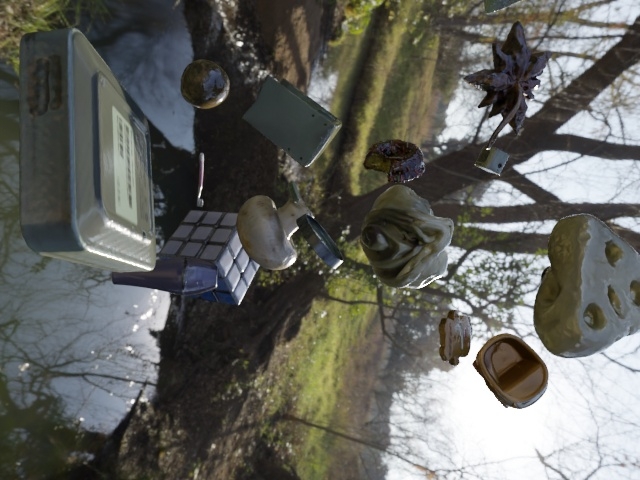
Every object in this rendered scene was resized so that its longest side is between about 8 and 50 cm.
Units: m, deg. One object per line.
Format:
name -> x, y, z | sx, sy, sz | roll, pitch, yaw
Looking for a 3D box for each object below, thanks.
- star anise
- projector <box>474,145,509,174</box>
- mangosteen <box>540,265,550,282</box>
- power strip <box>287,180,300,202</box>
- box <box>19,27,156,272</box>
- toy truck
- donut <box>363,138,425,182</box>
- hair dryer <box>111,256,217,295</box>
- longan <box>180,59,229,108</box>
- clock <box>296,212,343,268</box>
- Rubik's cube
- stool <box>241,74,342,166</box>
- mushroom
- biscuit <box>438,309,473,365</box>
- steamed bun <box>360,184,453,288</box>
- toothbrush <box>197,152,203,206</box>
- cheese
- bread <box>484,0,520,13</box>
star anise -> 0.597, -0.481, 1.352 | 0.349, 0.292, 0.109 | -45, -162, 2
projector -> 0.655, -0.308, 1.652 | 0.082, 0.083, 0.083 | -66, -158, 11
mangosteen -> 0.628, 0.105, 1.155 | 0.081, 0.081, 0.080 | 13, 90, -84
power strip -> -0.090, -0.166, 1.449 | 0.017, 0.027, 0.083 | 6, 59, -51
box -> -0.435, -0.144, 0.866 | 0.396, 0.111, 0.395 | 103, -19, -81
toy truck -> 0.695, 0.476, 1.578 | 0.204, 0.288, 0.211 | -37, 167, 0
donut -> 0.283, -0.305, 1.608 | 0.230, 0.216, 0.095 | -128, -153, -49
hair dryer -> -0.500, 0.141, 1.438 | 0.361, 0.301, 0.121 | 131, -40, -69
longan -> -0.415, -0.553, 1.536 | 0.167, 0.187, 0.167 | 7, 80, -45
clock -> 0.000, 0.000, 1.471 | 0.042, 0.215, 0.215 | -38, 180, 10
Rubik's cube -> -0.475, 0.071, 1.928 | 0.301, 0.305, 0.303 | 77, 25, -44
stool -> -0.085, -0.405, 1.462 | 0.170, 0.270, 0.243 | -52, -176, 19
mushroom -> -0.163, -0.043, 1.641 | 0.297, 0.290, 0.297 | 64, 2, -5
biscuit -> 0.461, 0.324, 1.447 | 0.249, 0.035, 0.184 | 12, 77, -51
steamed bun -> 0.279, -0.005, 1.524 | 0.247, 0.339, 0.352 | 0, 115, -49
toothbrush -> -0.496, -0.245, 1.795 | 0.286, 0.025, 0.020 | 109, -15, -45
cheese -> 0.660, 0.152, 0.992 | 0.129, 0.328, 0.351 | -38, -156, 60
bread -> 0.430, -0.558, 0.887 | 0.036, 0.193, 0.112 | -109, 178, -53
